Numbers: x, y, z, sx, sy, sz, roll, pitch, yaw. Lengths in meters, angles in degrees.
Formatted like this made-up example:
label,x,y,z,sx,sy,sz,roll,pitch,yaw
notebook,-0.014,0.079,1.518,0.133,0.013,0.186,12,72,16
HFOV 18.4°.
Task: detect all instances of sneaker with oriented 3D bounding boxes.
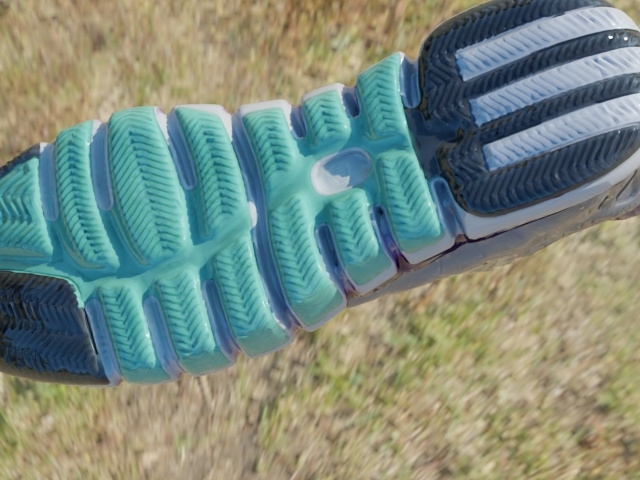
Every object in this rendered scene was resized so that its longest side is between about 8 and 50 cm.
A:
label,x,y,z,sx,sy,sz,roll,pitch,yaw
sneaker,0.000,0.000,0.588,0.223,0.098,0.083,-15,70,16
